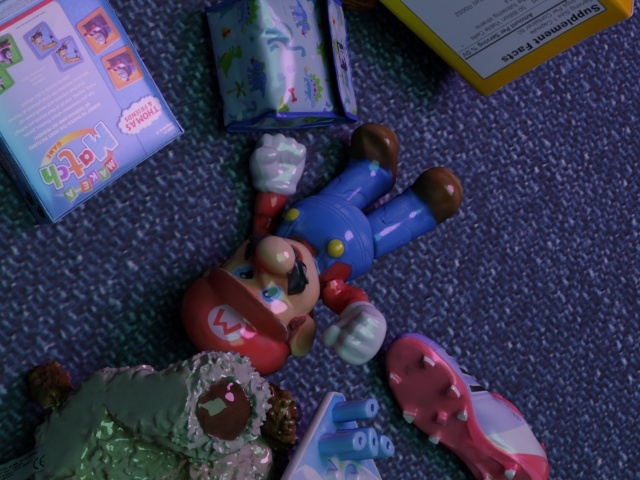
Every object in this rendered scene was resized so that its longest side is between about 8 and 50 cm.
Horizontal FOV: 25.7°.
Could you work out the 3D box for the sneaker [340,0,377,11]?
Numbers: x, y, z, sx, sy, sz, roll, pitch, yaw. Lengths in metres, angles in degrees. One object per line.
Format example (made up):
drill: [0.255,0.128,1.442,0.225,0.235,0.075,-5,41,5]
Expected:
sneaker: [-0.005,-0.290,1.407,0.175,0.064,0.067,33,59,-32]

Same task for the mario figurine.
mario figurine: [0.000,0.000,1.314,0.320,0.198,0.170,-42,122,-34]

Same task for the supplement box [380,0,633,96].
supplement box: [0.132,-0.349,1.393,0.356,0.194,0.195,39,44,-27]

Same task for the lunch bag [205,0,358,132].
lunch bag: [-0.024,-0.174,1.370,0.151,0.096,0.129,-6,87,-48]

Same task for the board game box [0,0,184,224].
board game box: [-0.237,-0.145,1.246,0.160,0.039,0.211,-39,107,-30]

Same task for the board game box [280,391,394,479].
board game box: [0.038,0.398,1.254,0.390,0.050,0.390,67,30,-25]

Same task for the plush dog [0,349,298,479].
plush dog: [-0.136,0.202,1.233,0.225,0.210,0.262,36,89,-45]

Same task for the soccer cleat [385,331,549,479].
soccer cleat: [0.156,0.179,1.485,0.248,0.083,0.095,48,33,-17]
